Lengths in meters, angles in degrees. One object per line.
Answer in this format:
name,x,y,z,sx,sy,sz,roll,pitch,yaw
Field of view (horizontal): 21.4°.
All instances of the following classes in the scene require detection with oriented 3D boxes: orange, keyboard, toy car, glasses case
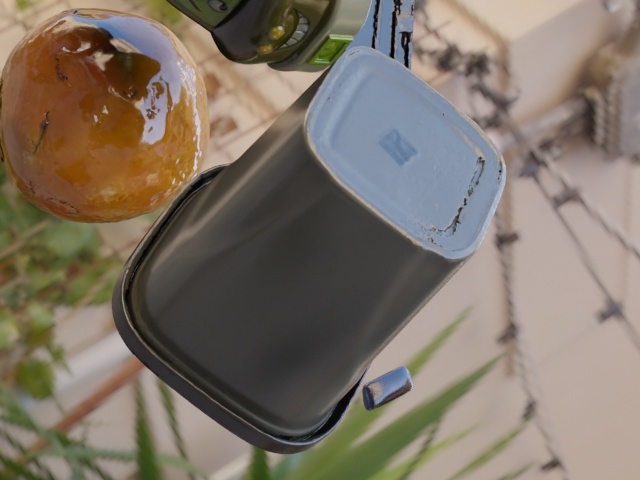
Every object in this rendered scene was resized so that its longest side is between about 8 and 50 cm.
orange,-0.244,-0.138,1.866,0.246,0.246,0.246,45,-26,29
keyboard,0.053,-0.143,1.754,0.017,0.087,0.250,-173,-94,-67
toy car,-0.080,-0.284,1.629,0.204,0.198,0.248,-45,-123,44
glasses case,0.083,0.177,2.042,0.023,0.083,0.033,-6,-79,43

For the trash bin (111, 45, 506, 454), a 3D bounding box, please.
trash bin,0.000,0.000,1.339,0.220,0.219,0.250,36,-49,-9
